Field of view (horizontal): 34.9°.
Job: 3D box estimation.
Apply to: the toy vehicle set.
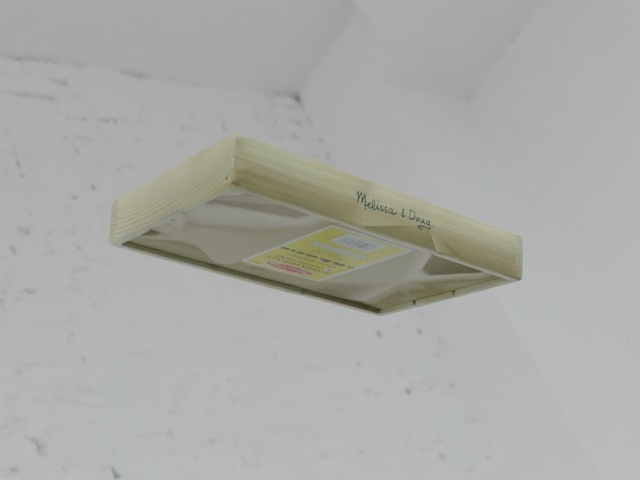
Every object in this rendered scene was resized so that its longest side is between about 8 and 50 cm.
[{"bbox_3d":[0.000,0.000,0.755,0.267,0.035,0.166,17,-24,-36],"label":"toy vehicle set"}]
